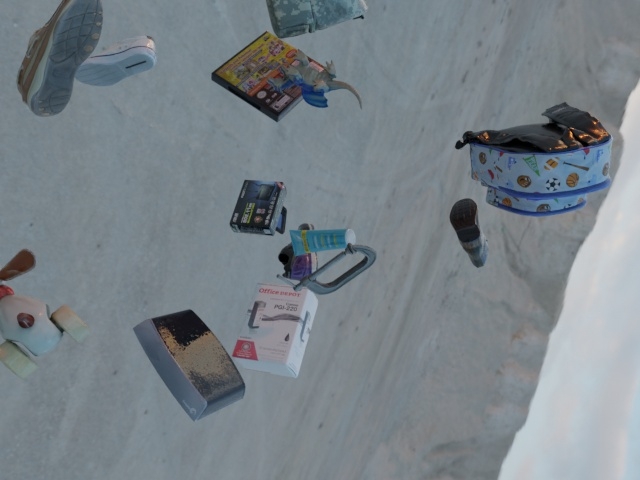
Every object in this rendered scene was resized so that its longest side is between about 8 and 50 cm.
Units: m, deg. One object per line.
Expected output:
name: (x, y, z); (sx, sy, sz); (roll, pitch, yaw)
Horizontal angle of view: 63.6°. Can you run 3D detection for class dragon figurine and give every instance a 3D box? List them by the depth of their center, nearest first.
dragon figurine: (-0.007, -0.400, 1.329); (0.144, 0.290, 0.085); (55, 58, -77)

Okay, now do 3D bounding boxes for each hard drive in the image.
hard drive: (-0.286, 0.265, 1.158); (0.054, 0.254, 0.172); (-51, 158, 25)

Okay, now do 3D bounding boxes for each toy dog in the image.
toy dog: (-0.633, 0.124, 1.035); (0.160, 0.334, 0.220); (98, 14, -54)

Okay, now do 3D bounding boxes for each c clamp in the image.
c clamp: (0.022, 0.053, 0.924); (0.161, 0.022, 0.137); (-34, 142, 10)

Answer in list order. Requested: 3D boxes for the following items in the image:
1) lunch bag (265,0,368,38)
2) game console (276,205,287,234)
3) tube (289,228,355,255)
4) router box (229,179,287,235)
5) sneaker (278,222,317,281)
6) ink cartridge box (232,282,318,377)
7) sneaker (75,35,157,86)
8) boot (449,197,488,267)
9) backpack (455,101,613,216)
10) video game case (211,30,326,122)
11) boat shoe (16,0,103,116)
lunch bag: (-0.023, -0.675, 1.272); (0.212, 0.256, 0.304); (-101, 179, -53)
game console: (-0.150, -0.055, 1.331); (0.071, 0.107, 0.122); (-50, 167, -28)
tube: (0.000, 0.000, 1.463); (0.052, 0.207, 0.080); (-16, 99, -53)
router box: (-0.133, -0.072, 1.112); (0.038, 0.092, 0.122); (70, 28, -56)
sneaker: (-0.082, 0.028, 1.766); (0.283, 0.124, 0.107); (-98, -167, -54)
ink cartridge box: (-0.113, 0.226, 1.337); (0.092, 0.159, 0.217); (65, 35, -50)
sneaker: (-0.573, -0.506, 1.453); (0.094, 0.259, 0.091); (63, 22, -58)
boot: (0.408, -0.023, 1.415); (0.219, 0.082, 0.106); (-76, 145, -52)
backpack: (0.479, -0.164, 1.119); (0.263, 0.277, 0.212); (-133, -154, -73)
video game case: (-0.149, -0.508, 1.582); (0.274, 0.248, 0.035); (-50, 170, -30)
boat shoe: (-0.627, -0.454, 1.213); (0.324, 0.116, 0.123); (-55, 167, 14)
